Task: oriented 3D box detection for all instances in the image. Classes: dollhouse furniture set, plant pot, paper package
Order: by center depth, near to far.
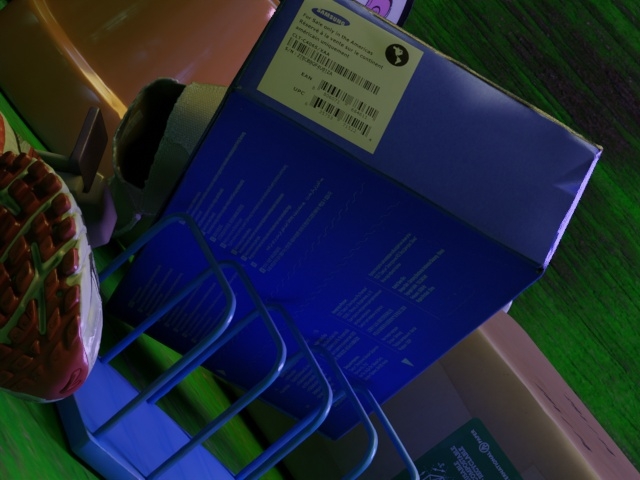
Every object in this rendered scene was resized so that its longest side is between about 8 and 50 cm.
[{"bbox_3d":[-0.176,-0.020,1.148,0.081,0.091,0.114,11,-29,10],"label":"dollhouse furniture set"},{"bbox_3d":[0.124,0.185,1.319,0.325,0.168,0.309,53,8,26],"label":"paper package"},{"bbox_3d":[-0.122,-0.140,1.436,0.205,0.188,0.205,49,5,-6],"label":"plant pot"}]

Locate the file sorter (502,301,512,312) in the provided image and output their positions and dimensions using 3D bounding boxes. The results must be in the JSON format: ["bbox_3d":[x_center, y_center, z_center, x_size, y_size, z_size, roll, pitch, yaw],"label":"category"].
[{"bbox_3d":[0.056,0.018,1.668,0.193,0.173,0.277,58,3,8],"label":"file sorter"}]

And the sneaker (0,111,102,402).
[{"bbox_3d":[-0.138,0.004,0.884,0.093,0.088,0.225,47,6,-35],"label":"sneaker"}]

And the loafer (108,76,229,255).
[{"bbox_3d":[-0.090,-0.054,1.214,0.092,0.102,0.268,33,-21,-17],"label":"loafer"}]

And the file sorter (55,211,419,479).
[{"bbox_3d":[-0.045,0.087,0.966,0.170,0.104,0.118,46,7,-34],"label":"file sorter"}]

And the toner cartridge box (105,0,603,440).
[{"bbox_3d":[0.000,0.000,1.004,0.165,0.075,0.348,32,-24,-4],"label":"toner cartridge box"}]

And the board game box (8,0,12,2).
[{"bbox_3d":[-0.156,-0.183,1.655,0.194,0.194,0.060,65,16,12],"label":"board game box"}]

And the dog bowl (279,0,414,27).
[{"bbox_3d":[-0.112,-0.303,1.750,0.408,0.408,0.150,50,38,6],"label":"dog bowl"}]
